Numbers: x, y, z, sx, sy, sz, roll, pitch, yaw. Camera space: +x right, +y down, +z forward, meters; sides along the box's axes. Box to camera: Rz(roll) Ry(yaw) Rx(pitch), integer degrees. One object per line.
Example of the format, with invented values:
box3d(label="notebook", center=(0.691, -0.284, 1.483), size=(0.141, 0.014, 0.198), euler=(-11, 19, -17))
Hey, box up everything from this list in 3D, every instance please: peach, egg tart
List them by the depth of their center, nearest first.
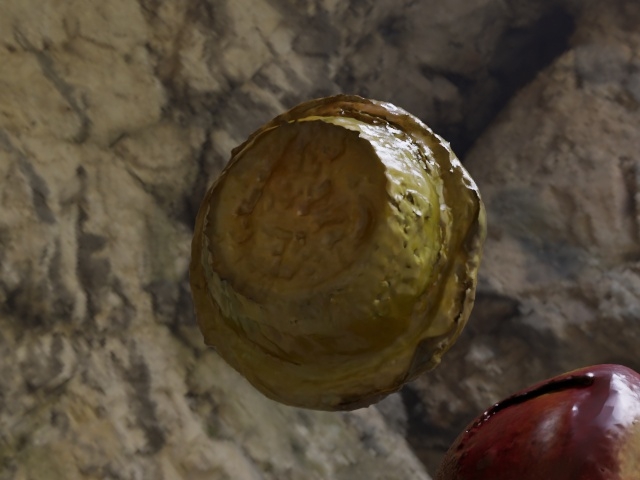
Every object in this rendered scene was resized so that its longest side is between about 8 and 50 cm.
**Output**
box3d(label="peach", center=(0.152, 0.170, 0.847), size=(0.279, 0.189, 0.068), euler=(-49, -60, -44))
box3d(label="egg tart", center=(0.000, 0.000, 0.962), size=(0.288, 0.288, 0.118), euler=(-45, -29, 0))
